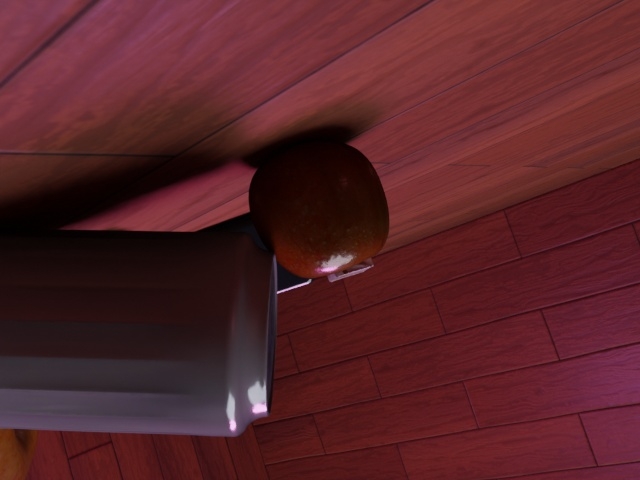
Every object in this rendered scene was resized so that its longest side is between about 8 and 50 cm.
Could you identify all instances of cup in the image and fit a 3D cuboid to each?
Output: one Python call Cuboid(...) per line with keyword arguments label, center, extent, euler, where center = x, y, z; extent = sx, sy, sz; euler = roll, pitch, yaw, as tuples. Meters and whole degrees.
Cuboid(label="cup", center=(-0.220, 0.126, 0.782), extent=(0.327, 0.236, 0.322), euler=(1, 150, -2))

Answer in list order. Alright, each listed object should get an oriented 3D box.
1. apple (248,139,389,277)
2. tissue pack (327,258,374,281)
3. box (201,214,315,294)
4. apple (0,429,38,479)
Cuboid(label="apple", center=(-0.001, -0.041, 0.826), extent=(0.181, 0.168, 0.181), euler=(-23, 179, -1))
Cuboid(label="tissue pack", center=(0.047, 0.006, 1.425), extent=(0.099, 0.148, 0.106), euler=(-17, 173, -10))
Cuboid(label="box", center=(-0.137, 0.037, 1.176), extent=(0.231, 0.160, 0.050), euler=(-19, -164, 9))
Cuboid(label="apple", center=(-0.560, 0.251, 0.823), extent=(0.347, 0.391, 0.391), euler=(-16, 173, -7))
